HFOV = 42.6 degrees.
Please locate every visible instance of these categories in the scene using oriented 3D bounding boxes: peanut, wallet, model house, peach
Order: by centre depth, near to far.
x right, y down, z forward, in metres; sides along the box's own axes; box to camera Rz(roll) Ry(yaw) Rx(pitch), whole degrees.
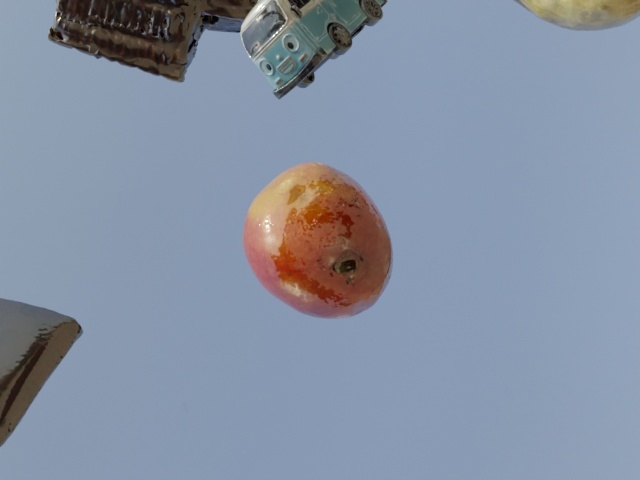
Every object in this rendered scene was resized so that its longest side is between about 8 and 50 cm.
[{"bbox_3d":[0.244,-0.271,0.798,0.137,0.253,0.122,11,-71,0],"label":"peanut"},{"bbox_3d":[-0.141,-0.314,0.948,0.317,0.297,0.282,15,-97,9],"label":"model house"},{"bbox_3d":[-0.430,0.161,1.033,0.229,0.182,0.049,-71,-6,-54],"label":"wallet"},{"bbox_3d":[0.000,0.000,1.389,0.238,0.281,0.281,-6,-84,-30],"label":"peach"}]

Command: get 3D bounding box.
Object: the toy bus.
[{"bbox_3d":[-0.009,-0.168,0.623,0.075,0.060,0.123,48,-136,-9],"label":"toy bus"}]
